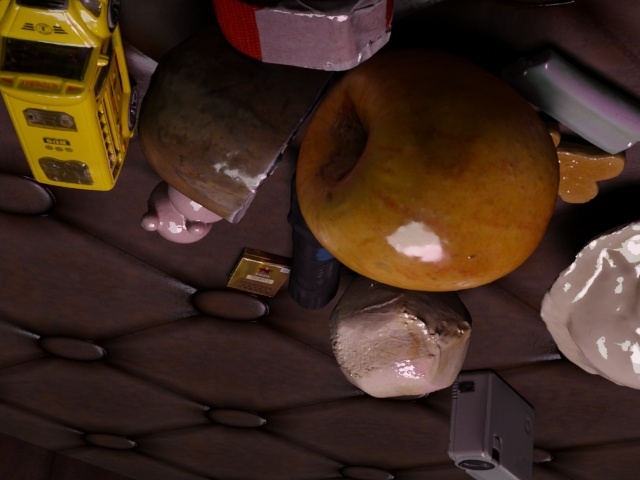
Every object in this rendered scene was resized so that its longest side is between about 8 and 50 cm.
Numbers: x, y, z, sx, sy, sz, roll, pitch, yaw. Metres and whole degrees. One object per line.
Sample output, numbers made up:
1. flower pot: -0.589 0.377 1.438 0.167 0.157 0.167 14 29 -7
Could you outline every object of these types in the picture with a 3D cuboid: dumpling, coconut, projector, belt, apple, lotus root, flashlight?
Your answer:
1. dumpling: 0.500 0.072 1.676 0.395 0.233 0.315 -26 138 26
2. coconut: 0.142 0.148 1.913 0.230 0.227 0.227 -18 145 30
3. projector: 0.355 0.402 2.394 0.099 0.191 0.257 -9 149 29
4. belt: -0.018 -0.259 1.241 0.201 0.128 0.124 8 155 7
5. apple: 0.132 -0.081 1.390 0.275 0.298 0.299 10 156 -33
6. lotus root: -0.103 -0.156 1.367 0.192 0.272 0.272 26 152 -2
7. flashlight: 0.000 0.000 1.802 0.103 0.103 0.424 7 156 0

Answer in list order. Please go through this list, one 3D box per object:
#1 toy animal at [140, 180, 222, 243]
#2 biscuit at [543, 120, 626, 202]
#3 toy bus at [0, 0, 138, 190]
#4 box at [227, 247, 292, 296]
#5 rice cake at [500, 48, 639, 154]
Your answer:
1. toy animal: -0.169 -0.075 1.673 0.124 0.124 0.212 21 144 -26
2. biscuit: 0.288 -0.115 1.554 0.240 0.035 0.158 15 150 -16
3. toy bus: -0.317 -0.196 1.417 0.144 0.152 0.330 8 154 2
4. box: -0.107 0.058 2.014 0.090 0.023 0.133 12 153 -12
5. rice cake: 0.325 -0.172 1.425 0.222 0.042 0.080 25 150 -31
